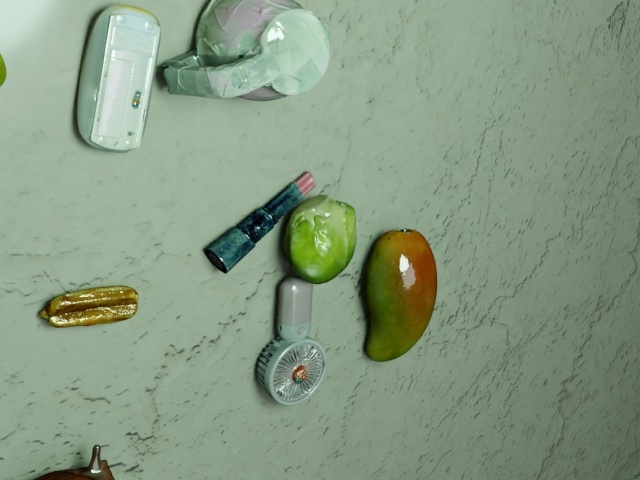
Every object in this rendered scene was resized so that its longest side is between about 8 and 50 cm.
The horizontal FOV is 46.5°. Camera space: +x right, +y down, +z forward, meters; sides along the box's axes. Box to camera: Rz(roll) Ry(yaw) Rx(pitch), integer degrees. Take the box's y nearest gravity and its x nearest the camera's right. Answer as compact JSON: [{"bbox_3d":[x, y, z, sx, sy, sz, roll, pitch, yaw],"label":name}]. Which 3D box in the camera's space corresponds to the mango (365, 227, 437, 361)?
[{"bbox_3d":[0.157,0.112,1.463,0.146,0.129,0.289,-27,131,-32],"label":"mango"}]

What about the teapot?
[{"bbox_3d":[-0.097,-0.278,1.058,0.222,0.178,0.163,-5,109,-37],"label":"teapot"}]

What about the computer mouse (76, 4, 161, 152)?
[{"bbox_3d":[-0.275,-0.220,1.022,0.102,0.045,0.198,1,106,-41],"label":"computer mouse"}]

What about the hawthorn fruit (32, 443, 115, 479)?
[{"bbox_3d":[-0.372,0.428,1.102,0.208,0.208,0.248,45,59,-41],"label":"hawthorn fruit"}]

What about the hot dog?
[{"bbox_3d":[-0.339,0.098,1.100,0.144,0.038,0.062,-6,113,-36],"label":"hot dog"}]

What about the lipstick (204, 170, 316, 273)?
[{"bbox_3d":[-0.091,-0.038,1.252,0.234,0.053,0.053,-43,129,-25],"label":"lipstick"}]

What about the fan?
[{"bbox_3d":[-0.049,0.179,1.348,0.130,0.074,0.244,-11,113,-36],"label":"fan"}]

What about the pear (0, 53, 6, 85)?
[{"bbox_3d":[-0.418,-0.213,0.880,0.097,0.092,0.092,22,92,-42],"label":"pear"}]

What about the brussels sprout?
[{"bbox_3d":[-0.004,0.001,1.288,0.155,0.118,0.155,1,89,-54],"label":"brussels sprout"}]
